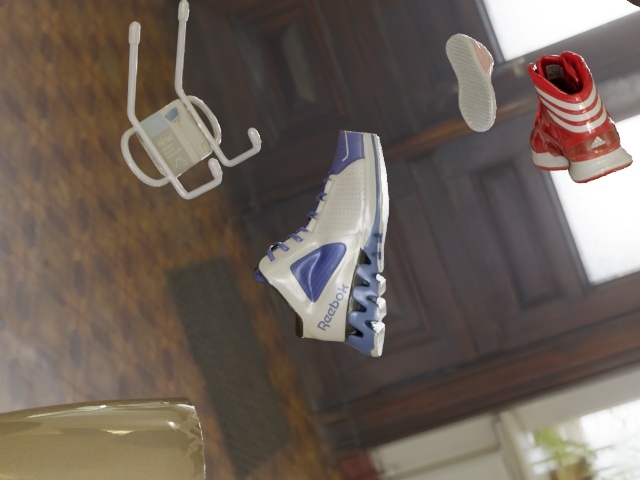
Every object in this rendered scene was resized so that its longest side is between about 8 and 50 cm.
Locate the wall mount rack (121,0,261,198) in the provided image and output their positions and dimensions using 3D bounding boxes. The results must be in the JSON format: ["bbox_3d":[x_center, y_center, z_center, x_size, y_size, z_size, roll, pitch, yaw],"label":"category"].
[{"bbox_3d":[-0.245,-0.244,2.224,0.304,0.130,0.350,58,25,-9],"label":"wall mount rack"}]

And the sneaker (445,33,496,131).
[{"bbox_3d":[0.212,-0.210,1.692,0.070,0.051,0.134,-2,74,-59],"label":"sneaker"}]

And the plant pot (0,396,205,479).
[{"bbox_3d":[-0.279,0.267,1.233,0.256,0.274,0.257,-172,-90,-71],"label":"plant pot"}]

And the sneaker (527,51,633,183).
[{"bbox_3d":[0.257,-0.140,1.315,0.221,0.087,0.128,-132,-159,-77],"label":"sneaker"}]

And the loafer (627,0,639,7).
[{"bbox_3d":[0.443,-0.296,1.151,0.130,0.366,0.134,3,72,-73],"label":"loafer"}]

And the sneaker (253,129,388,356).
[{"bbox_3d":[0.000,0.001,1.754,0.127,0.182,0.316,21,71,-84],"label":"sneaker"}]
